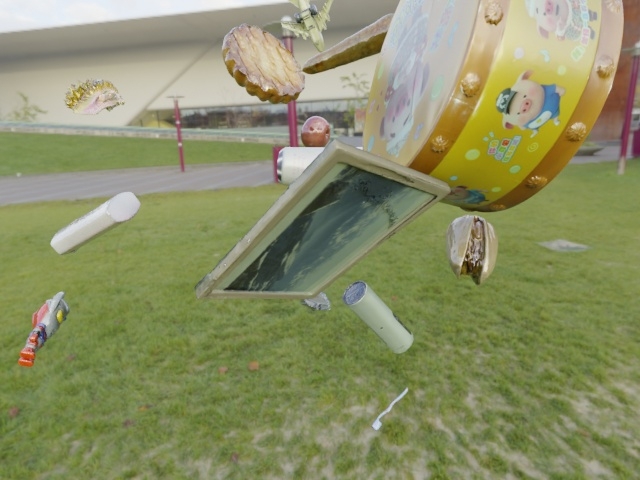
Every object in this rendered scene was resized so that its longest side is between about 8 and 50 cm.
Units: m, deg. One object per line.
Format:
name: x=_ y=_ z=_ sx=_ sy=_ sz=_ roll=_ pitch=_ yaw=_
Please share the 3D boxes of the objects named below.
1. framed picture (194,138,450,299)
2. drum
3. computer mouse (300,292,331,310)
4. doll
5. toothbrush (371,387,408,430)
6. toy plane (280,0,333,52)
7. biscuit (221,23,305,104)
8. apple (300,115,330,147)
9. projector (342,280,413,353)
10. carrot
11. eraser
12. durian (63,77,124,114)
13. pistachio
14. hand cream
framed picture: x=0.000 y=0.000 z=0.629 sx=0.247 sy=0.022 sz=0.335 roll=8 pitch=-40 yaw=-45
drum: x=0.241 y=-0.268 z=0.708 sx=0.214 sy=0.432 sz=0.431 roll=11 pitch=12 yaw=-12
computer mouse: x=-0.033 y=0.267 z=1.840 sx=0.126 sy=0.071 sz=0.231 roll=17 pitch=8 yaw=-16
doll: x=-0.605 y=0.185 z=0.934 sx=0.062 sy=0.104 sz=0.195 roll=5 pitch=35 yaw=-11
toothbrush: x=0.182 y=0.424 z=1.079 sx=0.019 sy=0.013 sz=0.193 roll=41 pitch=33 yaw=20
toy plane: x=-0.040 y=-0.870 z=1.691 sx=0.228 sy=0.244 sz=0.092 roll=-18 pitch=13 yaw=20
biscuit: x=-0.207 y=-0.620 z=1.521 sx=0.325 sy=0.326 sz=0.107 roll=-16 pitch=-13 yaw=-43
apple: x=-0.019 y=-0.493 z=1.950 sx=0.119 sy=0.154 sz=0.153 roll=19 pitch=21 yaw=19
projector: x=0.216 y=0.288 z=1.565 sx=0.108 sy=0.337 sz=0.108 roll=-31 pitch=31 yaw=21
carrot: x=0.067 y=-0.468 z=1.045 sx=0.298 sy=0.078 sz=0.078 roll=-17 pitch=11 yaw=16
eraser: x=-0.772 y=-0.059 z=1.462 sx=0.270 sy=0.095 sz=0.174 roll=-24 pitch=23 yaw=17
durian: x=-0.611 y=-0.385 z=1.122 sx=0.140 sy=0.078 sz=0.224 roll=7 pitch=27 yaw=-14
pistachio: x=0.379 y=0.020 z=1.072 sx=0.129 sy=0.131 sz=0.206 roll=11 pitch=49 yaw=13
hand cream: x=0.043 y=-0.226 z=1.362 sx=0.358 sy=0.186 sz=0.118 roll=3 pitch=-1 yaw=-2
